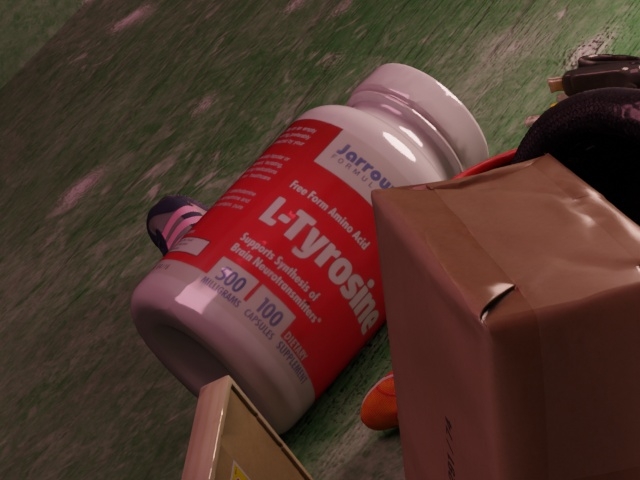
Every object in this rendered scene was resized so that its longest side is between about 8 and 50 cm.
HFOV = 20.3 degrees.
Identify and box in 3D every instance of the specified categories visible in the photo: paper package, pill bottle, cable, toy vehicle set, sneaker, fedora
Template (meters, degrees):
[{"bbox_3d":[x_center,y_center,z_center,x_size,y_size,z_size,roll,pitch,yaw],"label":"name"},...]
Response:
[{"bbox_3d":[0.169,0.134,1.420,0.168,0.325,0.309,-13,23,-11],"label":"paper package"},{"bbox_3d":[0.000,0.000,1.982,0.408,0.229,0.229,-48,28,-22],"label":"pill bottle"},{"bbox_3d":[0.380,-0.174,2.038,0.287,0.072,0.139,-1,24,32],"label":"cable"},{"bbox_3d":[-0.070,0.270,1.693,0.035,0.166,0.267,-26,27,20],"label":"toy vehicle set"},{"bbox_3d":[-0.172,0.027,2.283,0.131,0.112,0.319,-41,25,-16],"label":"sneaker"},{"bbox_3d":[0.110,0.160,1.777,0.175,0.064,0.067,-22,39,32],"label":"sneaker"},{"bbox_3d":[0.308,0.019,1.550,0.152,0.334,0.334,-21,13,-38],"label":"fedora"}]

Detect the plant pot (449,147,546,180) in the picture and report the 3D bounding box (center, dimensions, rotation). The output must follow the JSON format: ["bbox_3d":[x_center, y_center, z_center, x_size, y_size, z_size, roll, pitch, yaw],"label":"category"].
[{"bbox_3d":[0.220,0.009,1.734,0.191,0.174,0.191,-22,15,6],"label":"plant pot"}]
